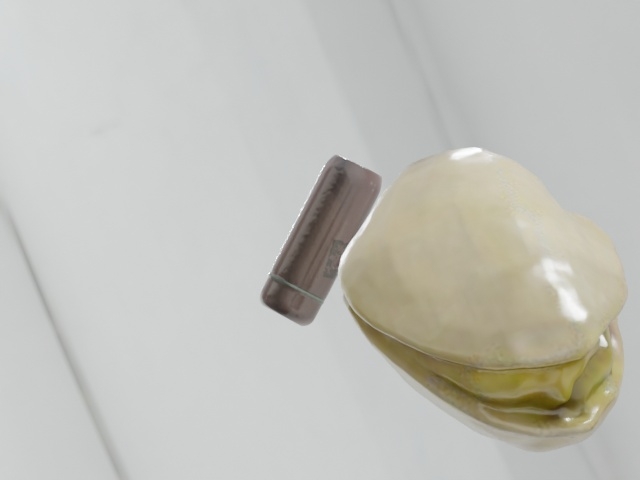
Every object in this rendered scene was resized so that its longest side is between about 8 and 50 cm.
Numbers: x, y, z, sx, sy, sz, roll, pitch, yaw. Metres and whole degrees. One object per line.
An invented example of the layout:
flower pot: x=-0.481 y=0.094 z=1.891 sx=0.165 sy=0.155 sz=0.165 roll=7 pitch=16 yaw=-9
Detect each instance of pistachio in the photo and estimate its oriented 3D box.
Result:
pistachio: x=0.083 y=0.035 z=0.983 sx=0.200 sy=0.145 sz=0.117 roll=-104 pitch=-170 yaw=-53

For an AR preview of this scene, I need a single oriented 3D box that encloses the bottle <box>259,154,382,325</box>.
bottle: x=0.000 y=0.000 z=1.574 sx=0.053 sy=0.053 sz=0.140 roll=27 pitch=-91 yaw=51
